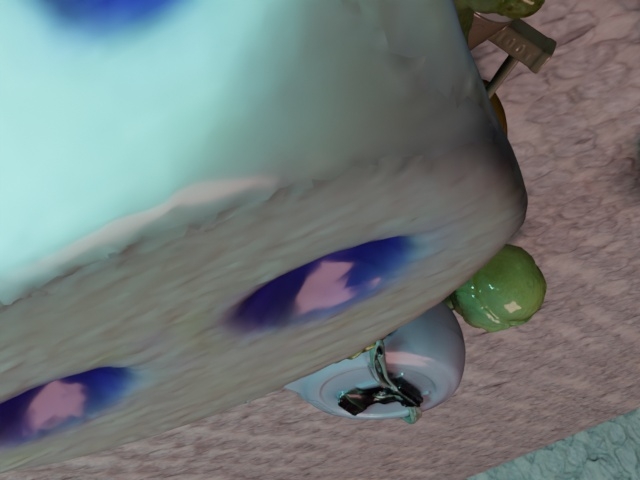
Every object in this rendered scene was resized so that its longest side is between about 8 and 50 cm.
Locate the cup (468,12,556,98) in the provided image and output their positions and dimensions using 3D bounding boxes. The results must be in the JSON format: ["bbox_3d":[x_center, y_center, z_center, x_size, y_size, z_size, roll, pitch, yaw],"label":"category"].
[{"bbox_3d":[0.072,-0.129,0.757,0.102,0.074,0.099,23,141,-33],"label":"cup"}]

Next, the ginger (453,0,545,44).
[{"bbox_3d":[0.000,-0.101,0.703,0.290,0.089,0.137,-27,130,36],"label":"ginger"}]

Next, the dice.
[{"bbox_3d":[-0.089,-0.079,0.468,0.251,0.259,0.243,-24,163,8],"label":"dice"}]

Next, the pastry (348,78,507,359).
[{"bbox_3d":[0.000,0.000,0.930,0.311,0.162,0.255,-33,155,31],"label":"pastry"}]

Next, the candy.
[{"bbox_3d":[0.108,0.084,1.434,0.093,0.092,0.335,-25,178,-41],"label":"candy"}]

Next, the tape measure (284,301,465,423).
[{"bbox_3d":[0.051,0.119,1.313,0.178,0.105,0.196,-25,140,32],"label":"tape measure"}]
